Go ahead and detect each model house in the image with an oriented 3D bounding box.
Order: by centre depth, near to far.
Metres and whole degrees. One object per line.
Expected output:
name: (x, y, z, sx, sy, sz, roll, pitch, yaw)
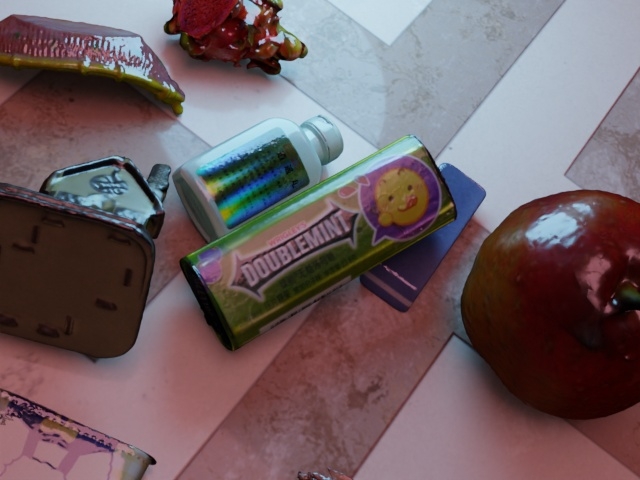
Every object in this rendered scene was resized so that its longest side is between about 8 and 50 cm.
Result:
model house: (-0.294, -0.028, 1.153, 0.218, 0.205, 0.279, 16, 32, -8)

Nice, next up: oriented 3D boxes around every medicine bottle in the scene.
medicine bottle: (-0.073, -0.093, 1.262, 0.228, 0.083, 0.121, -32, 95, -24)

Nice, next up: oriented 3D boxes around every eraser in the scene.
eraser: (0.144, -0.008, 1.306, 0.082, 0.036, 0.225, 35, 62, 5)

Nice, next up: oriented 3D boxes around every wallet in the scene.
wallet: (-0.341, 0.325, 1.000, 0.223, 0.077, 0.310, 27, 59, -4)

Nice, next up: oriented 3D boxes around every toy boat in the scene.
toy boat: (-0.335, -0.246, 1.272, 0.317, 0.099, 0.141, 10, 21, -9)

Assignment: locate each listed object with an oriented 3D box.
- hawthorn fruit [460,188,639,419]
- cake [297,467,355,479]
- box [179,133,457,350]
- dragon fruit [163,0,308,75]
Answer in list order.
hawthorn fruit: (0.326, 0.076, 1.126, 0.284, 0.369, 0.285, 1, 84, -7)
cake: (0.091, 0.355, 1.086, 0.287, 0.098, 0.135, 46, 64, 5)
box: (0.000, 0.000, 1.195, 0.345, 0.097, 0.134, -29, 95, -16)
dragon fruit: (-0.114, -0.303, 1.340, 0.207, 0.150, 0.133, 21, 90, -10)
